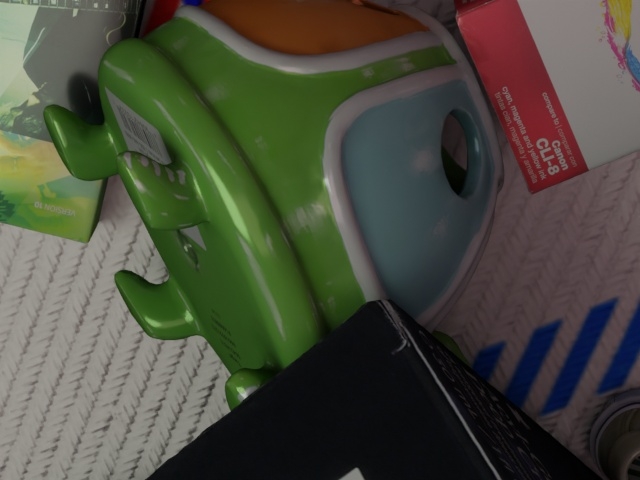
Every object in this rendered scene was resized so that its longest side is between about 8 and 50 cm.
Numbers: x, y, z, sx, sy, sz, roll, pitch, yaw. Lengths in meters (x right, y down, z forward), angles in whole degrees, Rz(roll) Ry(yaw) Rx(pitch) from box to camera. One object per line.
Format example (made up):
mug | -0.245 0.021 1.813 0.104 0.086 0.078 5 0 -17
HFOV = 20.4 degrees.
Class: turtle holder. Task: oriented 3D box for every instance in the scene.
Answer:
turtle holder | 0.002 -0.006 1.093 0.227 0.243 0.320 -30 94 -15

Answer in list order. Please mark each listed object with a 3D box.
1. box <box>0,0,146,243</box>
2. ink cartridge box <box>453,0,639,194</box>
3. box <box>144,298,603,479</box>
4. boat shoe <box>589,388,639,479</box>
box | -0.225 -0.176 1.139 0.232 0.058 0.322 14 110 -2
ink cartridge box | 0.184 -0.132 1.099 0.176 0.128 0.127 -22 107 10
box | 0.106 0.264 1.051 0.212 0.293 0.395 -38 144 8
boat shoe | 0.330 0.186 1.220 0.302 0.094 0.109 14 109 -2
